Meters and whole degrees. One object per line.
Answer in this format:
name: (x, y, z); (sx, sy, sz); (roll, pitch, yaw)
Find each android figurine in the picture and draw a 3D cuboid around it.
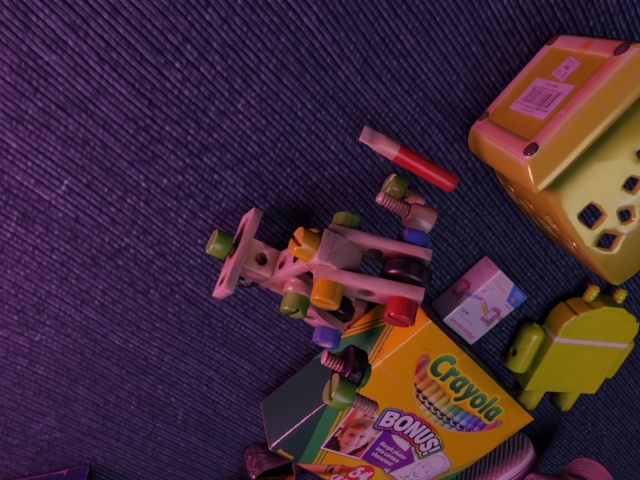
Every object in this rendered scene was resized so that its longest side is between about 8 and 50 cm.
android figurine: (0.463, 0.198, 0.957); (0.249, 0.056, 0.272); (6, 117, -17)

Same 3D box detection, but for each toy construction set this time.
toy construction set: (0.000, 0.000, 0.657); (0.237, 0.257, 0.308); (29, 88, -13)

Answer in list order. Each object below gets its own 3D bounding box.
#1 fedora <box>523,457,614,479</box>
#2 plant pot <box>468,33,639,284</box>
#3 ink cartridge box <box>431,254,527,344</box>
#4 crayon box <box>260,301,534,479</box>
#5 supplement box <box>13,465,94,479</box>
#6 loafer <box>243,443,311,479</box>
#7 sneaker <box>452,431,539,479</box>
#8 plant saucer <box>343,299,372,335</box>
fedora: (0.437, 0.540, 0.988); (0.125, 0.244, 0.275); (14, 85, -1)
plant pot: (0.335, -0.120, 0.656); (0.207, 0.228, 0.227); (36, 106, -22)
ink cartridge box: (0.256, 0.099, 0.851); (0.122, 0.052, 0.089); (-44, 120, 13)
crayon box: (0.138, 0.291, 0.890); (0.313, 0.106, 0.363); (-41, 123, 10)
supplement box: (-0.452, 0.578, 0.856); (0.194, 0.195, 0.356); (-6, 119, -10)
loafer: (-0.052, 0.405, 0.938); (0.170, 0.061, 0.062); (4, 116, -17)
sneaker: (0.327, 0.522, 1.079); (0.282, 0.102, 0.161); (-27, 124, 1)
plant saucer: (0.048, 0.132, 0.839); (0.084, 0.015, 0.083); (-6, 119, -11)
